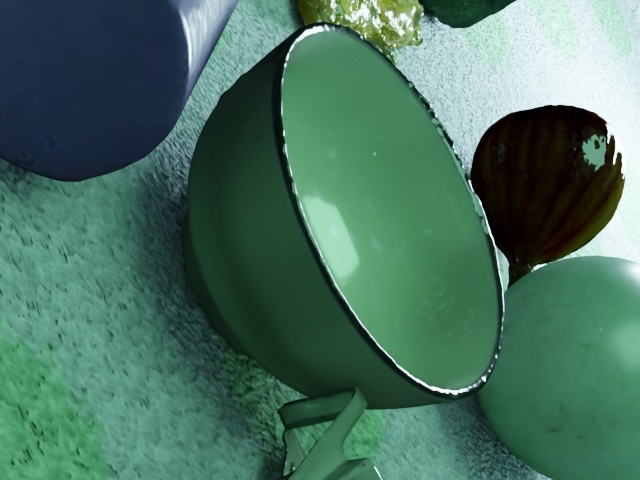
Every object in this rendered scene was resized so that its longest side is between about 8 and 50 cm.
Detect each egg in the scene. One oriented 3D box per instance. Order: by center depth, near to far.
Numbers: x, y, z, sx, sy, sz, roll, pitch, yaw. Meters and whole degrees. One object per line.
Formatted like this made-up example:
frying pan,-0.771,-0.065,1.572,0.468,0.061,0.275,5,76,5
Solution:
egg,0.335,0.157,1.377,0.389,0.276,0.276,11,60,-56

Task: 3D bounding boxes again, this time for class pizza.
pizza,0.060,-0.341,1.496,0.287,0.075,0.280,25,49,-48

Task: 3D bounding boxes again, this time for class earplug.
earplug,-0.149,-0.249,0.977,0.215,0.215,0.456,54,29,-20

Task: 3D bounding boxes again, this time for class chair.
chair,-0.006,0.244,0.890,0.274,0.190,0.203,-32,98,-52

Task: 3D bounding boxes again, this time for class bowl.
bowl,0.000,0.000,1.042,0.354,0.185,0.354,38,40,-40

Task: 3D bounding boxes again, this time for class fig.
fig,0.295,-0.019,1.552,0.217,0.217,0.321,37,59,-41

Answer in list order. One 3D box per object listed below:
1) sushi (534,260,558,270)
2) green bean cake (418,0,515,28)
sushi,0.398,0.108,1.740,0.215,0.050,0.192,43,37,-34
green bean cake,0.226,-0.477,1.626,0.300,0.307,0.169,32,42,-47
